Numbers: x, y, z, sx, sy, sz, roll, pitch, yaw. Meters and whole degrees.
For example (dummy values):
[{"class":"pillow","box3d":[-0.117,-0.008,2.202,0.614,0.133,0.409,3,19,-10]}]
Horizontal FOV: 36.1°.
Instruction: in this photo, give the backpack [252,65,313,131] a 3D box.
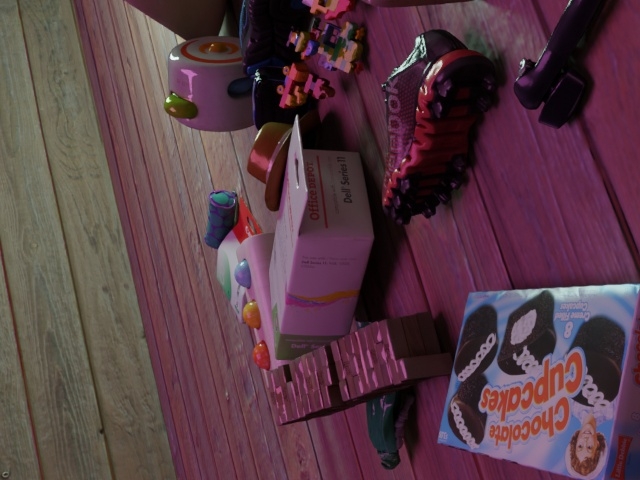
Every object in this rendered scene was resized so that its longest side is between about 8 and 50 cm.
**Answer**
[{"class":"backpack","box3d":[-0.065,-0.241,1.690,0.084,0.105,0.114,-89,4,-54]}]

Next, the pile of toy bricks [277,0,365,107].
[{"class":"pile of toy bricks","box3d":[0.022,-0.286,1.473,0.105,0.118,0.212,32,115,28]}]

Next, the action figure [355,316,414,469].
[{"class":"action figure","box3d":[0.102,0.239,1.501,0.137,0.064,0.232,-162,69,-65]}]

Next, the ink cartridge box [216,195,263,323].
[{"class":"ink cartridge box","box3d":[-0.176,0.043,2.161,0.181,0.056,0.224,-124,31,-48]}]

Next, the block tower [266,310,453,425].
[{"class":"block tower","box3d":[0.048,0.192,1.439,0.335,0.091,0.097,-29,70,51]}]

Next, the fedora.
[{"class":"fedora","box3d":[-0.068,-0.143,1.626,0.079,0.194,0.194,25,136,12]}]

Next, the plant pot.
[{"class":"plant pot","box3d":[-0.301,-0.537,2.006,0.190,0.284,0.284,-58,30,5]}]

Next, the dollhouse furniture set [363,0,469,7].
[{"class":"dollhouse furniture set","box3d":[0.023,-0.515,1.127,0.394,0.257,0.362,-121,29,-44]}]

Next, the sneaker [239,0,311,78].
[{"class":"sneaker","box3d":[-0.080,-0.412,1.624,0.341,0.125,0.139,124,138,-58]}]

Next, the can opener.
[{"class":"can opener","box3d":[0.247,-0.199,0.978,0.059,0.073,0.186,-64,-7,-47]}]

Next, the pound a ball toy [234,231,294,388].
[{"class":"pound a ball toy","box3d":[-0.086,0.164,1.858,0.208,0.136,0.319,137,122,-65]}]

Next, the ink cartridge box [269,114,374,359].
[{"class":"ink cartridge box","box3d":[0.000,0.000,1.530,0.207,0.119,0.353,-97,13,-45]}]

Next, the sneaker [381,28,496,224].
[{"class":"sneaker","box3d":[0.129,-0.145,1.227,0.276,0.098,0.135,106,148,-44]}]

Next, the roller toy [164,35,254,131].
[{"class":"roller toy","box3d":[-0.193,-0.307,1.866,0.209,0.191,0.146,-87,0,-60]}]

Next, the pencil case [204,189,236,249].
[{"class":"pencil case","box3d":[-0.229,-0.048,2.242,0.151,0.065,0.070,103,149,-46]}]

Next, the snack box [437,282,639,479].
[{"class":"snack box","box3d":[0.236,0.145,1.024,0.322,0.060,0.187,167,118,-69]}]
